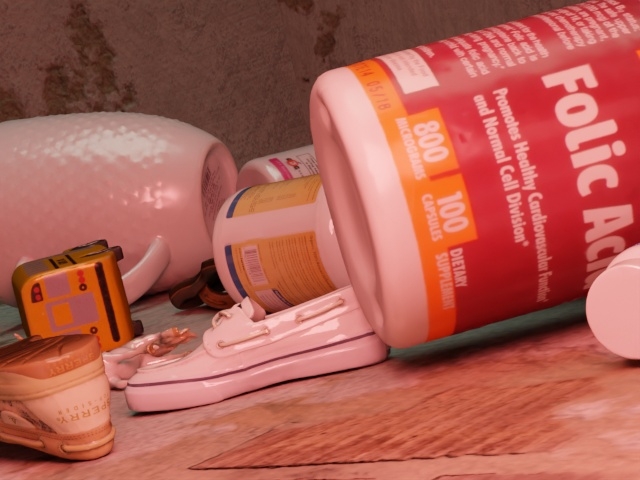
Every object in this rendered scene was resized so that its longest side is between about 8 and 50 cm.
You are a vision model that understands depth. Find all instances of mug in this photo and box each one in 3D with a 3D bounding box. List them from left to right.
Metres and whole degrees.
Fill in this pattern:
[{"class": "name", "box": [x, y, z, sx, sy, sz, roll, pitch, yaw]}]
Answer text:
[{"class": "mug", "box": [-0.301, -0.018, 2.446, 0.328, 0.276, 0.374, -4, 38, 18]}]

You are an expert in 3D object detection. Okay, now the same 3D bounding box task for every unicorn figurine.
[{"class": "unicorn figurine", "box": [-0.193, 0.114, 1.651, 0.111, 0.060, 0.162, -11, -11, 30]}]

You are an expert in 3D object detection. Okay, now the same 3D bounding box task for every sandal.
[{"class": "sandal", "box": [-0.116, 0.058, 2.097, 0.090, 0.060, 0.219, -9, -13, -35]}]

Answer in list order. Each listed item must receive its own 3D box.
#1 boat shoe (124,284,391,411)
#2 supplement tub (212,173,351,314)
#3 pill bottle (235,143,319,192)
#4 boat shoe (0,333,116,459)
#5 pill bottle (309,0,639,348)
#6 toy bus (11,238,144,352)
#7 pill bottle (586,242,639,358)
[{"class": "boat shoe", "box": [-0.057, 0.084, 1.452, 0.226, 0.076, 0.083, -13, 4, -1]}, {"class": "supplement tub", "box": [0.000, 0.000, 1.877, 0.199, 0.144, 0.144, -9, 6, 35]}, {"class": "pill bottle", "box": [0.039, -0.065, 2.448, 0.283, 0.160, 0.160, -16, 5, -26]}, {"class": "boat shoe", "box": [-0.244, 0.132, 1.402, 0.104, 0.089, 0.285, -21, 5, -25]}, {"class": "pill bottle", "box": [0.207, -0.071, 1.351, 0.392, 0.224, 0.224, -16, 5, -7]}, {"class": "toy bus", "box": [-0.293, 0.071, 2.078, 0.130, 0.108, 0.332, -16, 6, -11]}, {"class": "pill bottle", "box": [0.240, 0.035, 1.207, 0.078, 0.078, 0.137, -10, 5, 33]}]
